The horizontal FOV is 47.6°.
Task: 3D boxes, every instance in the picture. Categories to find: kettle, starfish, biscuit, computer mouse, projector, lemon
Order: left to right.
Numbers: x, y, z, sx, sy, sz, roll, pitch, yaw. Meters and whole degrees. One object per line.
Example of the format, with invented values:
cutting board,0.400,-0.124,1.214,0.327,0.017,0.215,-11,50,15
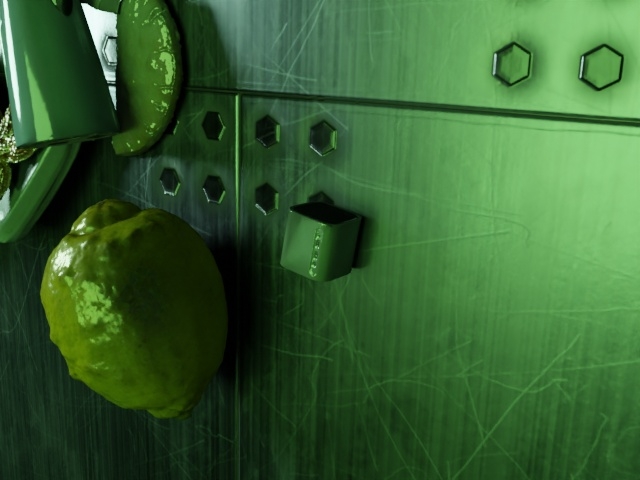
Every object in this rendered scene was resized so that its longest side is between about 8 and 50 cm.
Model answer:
starfish,-0.558,-0.169,1.278,0.241,0.043,0.227,-11,80,31
computer mouse,-0.533,-0.139,1.335,0.331,0.095,0.197,-46,64,24
kettle,-0.433,-0.272,1.147,0.211,0.160,0.243,-4,98,46
lemon,-0.273,0.103,1.100,0.285,0.285,0.316,22,140,31
biscuit,-0.274,-0.258,1.149,0.141,0.038,0.289,22,113,30
projector,0.000,0.000,0.982,0.083,0.083,0.082,22,112,31

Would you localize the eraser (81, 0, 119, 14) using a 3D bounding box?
eraser,-0.383,-0.471,1.160,0.230,0.038,0.157,35,118,36
